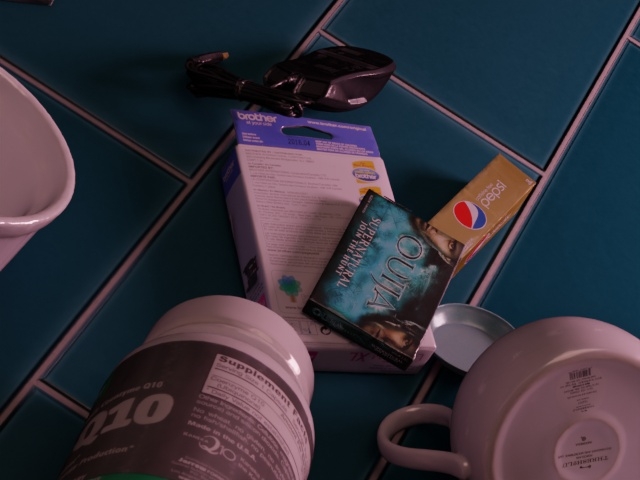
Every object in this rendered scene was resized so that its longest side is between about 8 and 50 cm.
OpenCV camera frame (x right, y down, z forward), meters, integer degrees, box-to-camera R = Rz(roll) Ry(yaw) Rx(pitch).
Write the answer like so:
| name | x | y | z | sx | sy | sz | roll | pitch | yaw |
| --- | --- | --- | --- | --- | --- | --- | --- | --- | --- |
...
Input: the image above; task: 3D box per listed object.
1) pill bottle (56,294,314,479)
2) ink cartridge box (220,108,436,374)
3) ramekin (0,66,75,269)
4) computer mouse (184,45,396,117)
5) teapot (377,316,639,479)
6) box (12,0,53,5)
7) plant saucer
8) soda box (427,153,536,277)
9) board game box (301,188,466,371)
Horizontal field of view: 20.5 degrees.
| name | x | y | z | sx | sy | sz | roll | pitch | yaw |
| --- | --- | --- | --- | --- | --- | --- | --- | --- | --- |
| pill bottle | -0.117 | 0.208 | 1.546 | 0.204 | 0.204 | 0.361 | 26 | 28 | -4 |
| ink cartridge box | 0.000 | 0.000 | 1.918 | 0.185 | 0.065 | 0.311 | 4 | 54 | -25 |
| ramekin | -0.388 | -0.073 | 1.692 | 0.277 | 0.135 | 0.277 | 31 | 29 | -20 |
| computer mouse | -0.040 | -0.182 | 2.051 | 0.184 | 0.060 | 0.262 | 18 | 24 | 26 |
| teapot | 0.229 | 0.182 | 1.799 | 0.256 | 0.252 | 0.187 | 35 | 4 | -23 |
| box | -0.415 | -0.358 | 2.019 | 0.220 | 0.051 | 0.175 | 4 | 52 | -24 |
| plant saucer | 0.164 | 0.114 | 1.917 | 0.119 | 0.021 | 0.119 | 13 | 35 | -9 |
| soda box | 0.173 | -0.024 | 2.022 | 0.058 | 0.061 | 0.181 | 39 | 47 | 9 |
| board game box | 0.070 | 0.039 | 1.864 | 0.126 | 0.026 | 0.186 | 30 | 46 | -2 |
